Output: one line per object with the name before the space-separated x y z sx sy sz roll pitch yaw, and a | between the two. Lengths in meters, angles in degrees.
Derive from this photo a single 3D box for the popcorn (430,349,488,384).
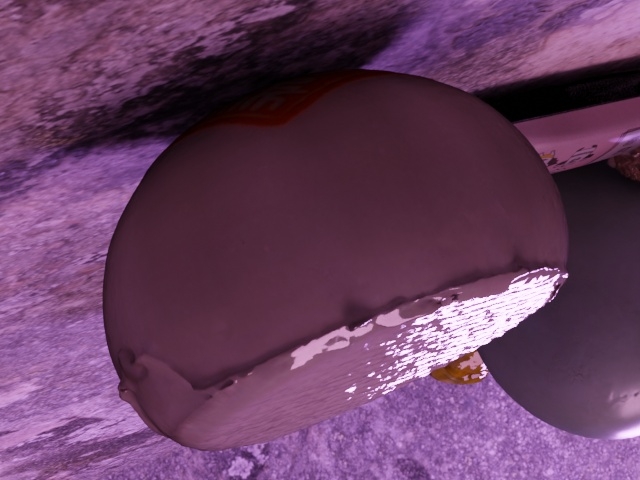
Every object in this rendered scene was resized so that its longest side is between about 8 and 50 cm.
popcorn | 0.153 0.077 2.366 0.203 0.200 0.226 -21 170 -30

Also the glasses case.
glasses case | 0.234 -0.109 1.860 0.314 0.075 0.122 -14 171 -32

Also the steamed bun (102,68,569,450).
steamed bun | 0.000 0.000 1.509 0.374 0.241 0.374 -21 166 -6

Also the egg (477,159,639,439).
egg | 0.293 0.056 2.120 0.276 0.276 0.389 -20 -147 2

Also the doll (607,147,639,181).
doll | 0.385 -0.114 2.072 0.221 0.115 0.105 -19 162 -48
